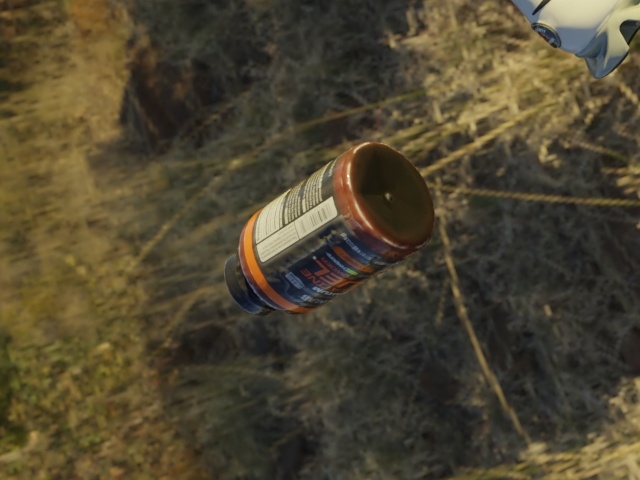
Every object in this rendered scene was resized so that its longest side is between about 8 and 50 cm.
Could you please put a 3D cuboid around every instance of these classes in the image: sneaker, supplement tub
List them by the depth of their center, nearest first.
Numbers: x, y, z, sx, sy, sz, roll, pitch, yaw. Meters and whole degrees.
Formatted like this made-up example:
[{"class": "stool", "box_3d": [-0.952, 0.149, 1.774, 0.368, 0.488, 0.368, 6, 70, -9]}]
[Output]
[{"class": "supplement tub", "box_3d": [0.000, 0.000, 1.056, 0.198, 0.106, 0.106, -32, 75, 42]}, {"class": "sneaker", "box_3d": [0.290, -0.324, 1.110, 0.146, 0.330, 0.122, 34, 169, -3]}]
